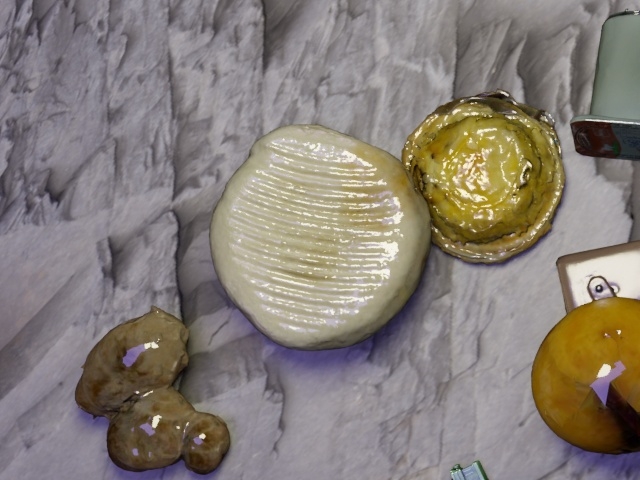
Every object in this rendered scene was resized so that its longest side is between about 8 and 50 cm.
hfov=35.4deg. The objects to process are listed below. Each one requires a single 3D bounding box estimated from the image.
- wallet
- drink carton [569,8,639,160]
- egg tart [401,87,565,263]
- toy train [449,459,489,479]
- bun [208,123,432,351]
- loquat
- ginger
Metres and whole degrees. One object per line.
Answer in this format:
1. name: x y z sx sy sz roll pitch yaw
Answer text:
1. wallet: 0.451 0.065 1.563 0.153 0.039 0.117 -14 78 16
2. drink carton: 0.489 -0.227 1.517 0.191 0.185 0.189 7 76 21
3. egg tart: 0.261 -0.109 1.607 0.291 0.107 0.290 -2 85 18
4. toy train: 0.245 0.398 1.601 0.056 0.038 0.093 -26 77 8
5. bun: 0.000 0.000 1.626 0.365 0.219 0.365 -1 86 9
6. loquat: 0.425 0.198 1.459 0.235 0.235 0.234 -2 84 18
7. ginger: -0.294 0.285 1.743 0.245 0.155 0.304 -29 84 7
